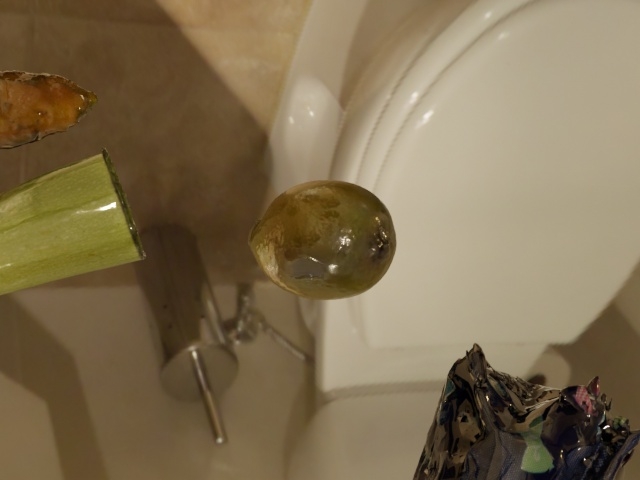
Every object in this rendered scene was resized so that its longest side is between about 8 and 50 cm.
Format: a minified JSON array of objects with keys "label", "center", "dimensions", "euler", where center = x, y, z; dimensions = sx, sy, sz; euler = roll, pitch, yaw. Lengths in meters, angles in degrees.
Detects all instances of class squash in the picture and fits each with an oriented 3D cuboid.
[{"label":"squash","center":[-0.250,0.010,0.742],"dimensions":[0.224,0.094,0.094],"euler":[-23,132,-5]}]

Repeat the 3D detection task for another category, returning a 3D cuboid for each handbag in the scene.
[{"label":"handbag","center":[0.102,0.159,0.533],"dimensions":[0.162,0.113,0.260],"euler":[-64,164,-15]}]

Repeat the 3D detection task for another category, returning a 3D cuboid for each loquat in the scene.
[{"label":"loquat","center":[0.000,0.000,1.180],"dimensions":[0.195,0.152,0.152],"euler":[3,140,30]}]

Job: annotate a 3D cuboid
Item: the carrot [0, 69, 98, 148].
[{"label":"carrot","center":[-0.269,-0.054,0.481],"dimensions":[0.314,0.066,0.066],"euler":[-8,129,-24]}]
